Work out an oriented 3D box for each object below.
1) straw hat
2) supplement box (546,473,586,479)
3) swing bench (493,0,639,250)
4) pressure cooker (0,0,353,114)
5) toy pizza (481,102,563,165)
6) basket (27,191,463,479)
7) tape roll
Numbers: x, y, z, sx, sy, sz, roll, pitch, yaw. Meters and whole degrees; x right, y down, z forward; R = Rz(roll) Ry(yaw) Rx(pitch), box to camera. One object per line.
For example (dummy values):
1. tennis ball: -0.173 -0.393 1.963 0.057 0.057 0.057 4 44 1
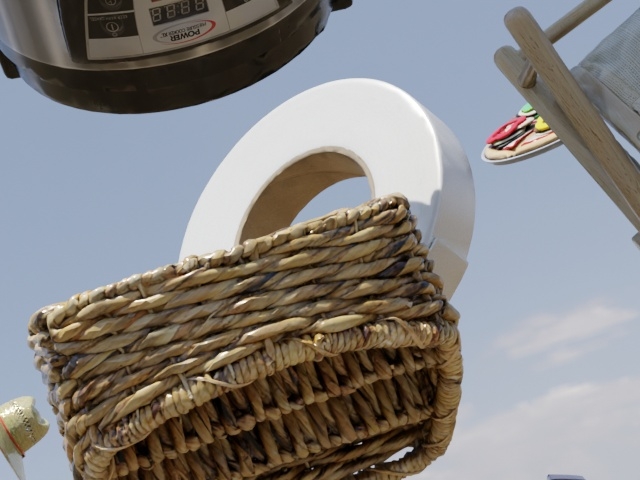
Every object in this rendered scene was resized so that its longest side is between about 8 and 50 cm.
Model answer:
1. straw hat: -0.333 0.204 1.740 0.061 0.144 0.144 -32 -10 -14
2. supplement box: 0.281 0.312 1.800 0.043 0.083 0.055 1 -3 5
3. swing bench: 0.297 -0.117 1.094 0.253 0.255 0.165 -37 -5 1
4. pressure cooker: -0.164 -0.325 1.517 0.375 0.370 0.420 -47 -37 -34
5. toy pizza: 0.292 -0.157 2.004 0.201 0.032 0.201 -27 13 7
6. basket: -0.043 0.113 1.162 0.299 0.223 0.213 -17 -3 -15
7. tape roll: 0.000 0.000 1.781 0.392 0.392 0.072 -24 -39 30
